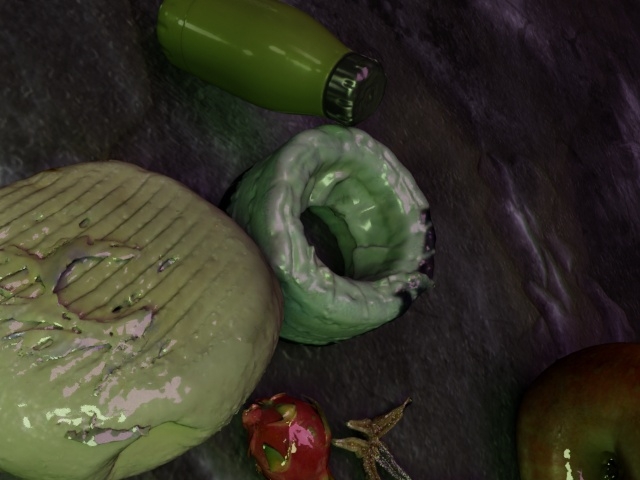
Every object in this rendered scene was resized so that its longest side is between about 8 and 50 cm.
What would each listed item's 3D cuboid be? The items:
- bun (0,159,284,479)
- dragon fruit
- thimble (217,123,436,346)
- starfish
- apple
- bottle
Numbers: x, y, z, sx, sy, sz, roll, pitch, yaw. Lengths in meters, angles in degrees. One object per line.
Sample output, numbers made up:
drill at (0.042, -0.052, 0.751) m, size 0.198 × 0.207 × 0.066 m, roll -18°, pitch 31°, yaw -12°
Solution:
bun at (-0.169, 0.061, 0.464) m, size 0.273 × 0.168 × 0.273 m, roll 12°, pitch 46°, yaw -13°
dragon fruit at (-0.025, 0.201, 0.566) m, size 0.086 × 0.081 × 0.116 m, roll -19°, pitch 80°, yaw -52°
thimble at (0.000, 0.000, 0.635) m, size 0.237 × 0.150 × 0.237 m, roll 16°, pitch 61°, yaw -30°
starfish at (0.066, 0.222, 0.654) m, size 0.133 × 0.041 × 0.130 m, roll 62°, pitch 37°, yaw -15°
apple at (0.400, 0.266, 0.727) m, size 0.302 × 0.301 × 0.301 m, roll 17°, pitch 60°, yaw -31°
bottle at (-0.053, -0.199, 0.635) m, size 0.260 × 0.112 × 0.112 m, roll 30°, pitch 42°, yaw 24°
